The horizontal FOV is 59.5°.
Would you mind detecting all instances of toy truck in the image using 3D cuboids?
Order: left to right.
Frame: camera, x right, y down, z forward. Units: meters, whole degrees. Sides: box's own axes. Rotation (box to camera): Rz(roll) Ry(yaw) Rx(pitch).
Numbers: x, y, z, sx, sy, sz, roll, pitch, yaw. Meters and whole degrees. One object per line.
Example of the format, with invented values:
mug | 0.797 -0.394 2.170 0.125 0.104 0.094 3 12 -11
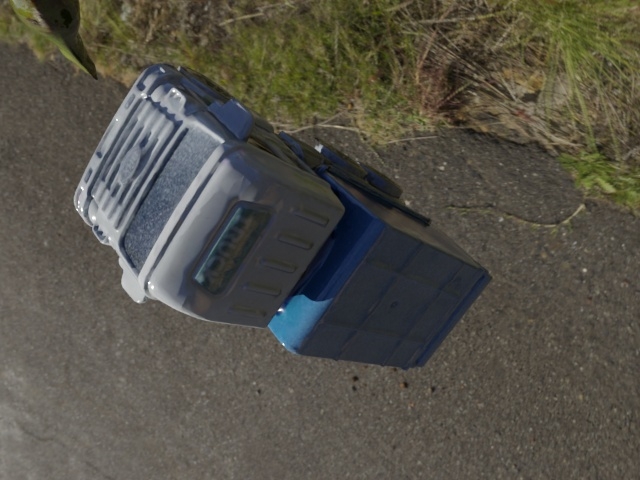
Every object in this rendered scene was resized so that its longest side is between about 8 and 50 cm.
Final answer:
toy truck | 0.000 0.000 0.476 0.175 0.367 0.146 43 106 40

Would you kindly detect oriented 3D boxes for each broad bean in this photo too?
broad bean | -0.255 -0.255 0.478 0.339 0.061 0.077 101 146 -63
